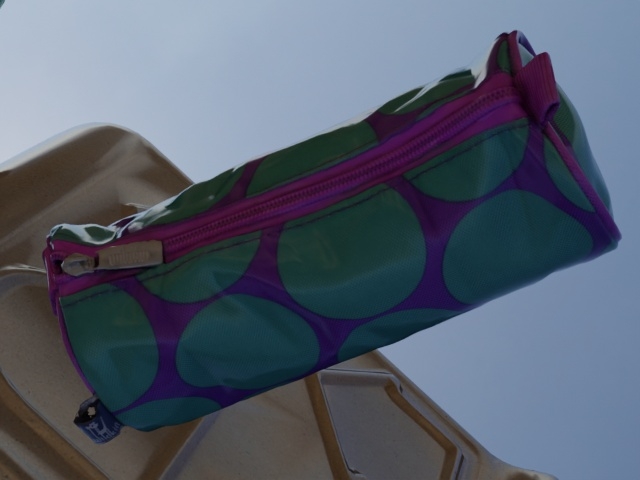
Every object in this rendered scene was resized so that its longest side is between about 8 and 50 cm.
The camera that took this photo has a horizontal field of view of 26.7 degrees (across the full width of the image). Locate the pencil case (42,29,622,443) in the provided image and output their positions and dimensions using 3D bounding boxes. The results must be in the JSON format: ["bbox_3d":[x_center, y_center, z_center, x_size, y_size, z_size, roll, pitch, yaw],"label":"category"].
[{"bbox_3d":[0.000,0.000,0.363,0.151,0.070,0.064,-23,-121,14],"label":"pencil case"}]

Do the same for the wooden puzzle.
[{"bbox_3d":[-0.050,0.096,0.632,0.080,0.348,0.322,-52,180,20],"label":"wooden puzzle"}]

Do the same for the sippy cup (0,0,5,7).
[{"bbox_3d":[-0.331,-0.145,0.761,0.240,0.305,0.224,-12,-142,41],"label":"sippy cup"}]
